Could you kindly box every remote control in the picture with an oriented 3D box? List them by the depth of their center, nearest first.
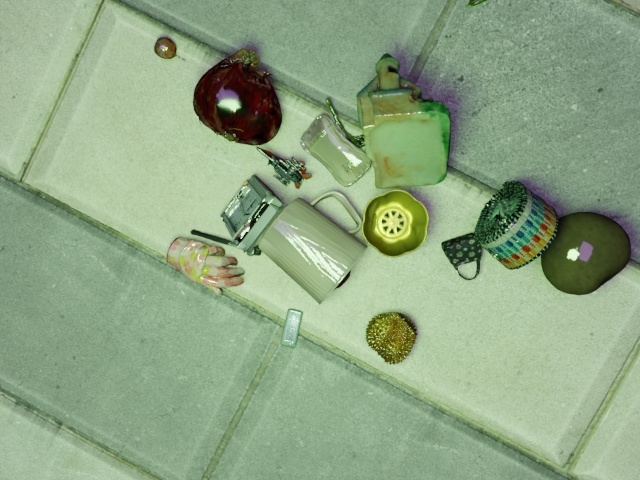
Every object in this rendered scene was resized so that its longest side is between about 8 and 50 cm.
[{"bbox_3d":[-0.093,0.282,1.758,0.053,0.018,0.125,12,94,5],"label":"remote control"}]

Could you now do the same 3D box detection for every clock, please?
[{"bbox_3d":[-0.209,-0.083,1.653,0.083,0.253,0.186,36,96,-29],"label":"clock"}]

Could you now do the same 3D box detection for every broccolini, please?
[{"bbox_3d":[0.072,-0.355,1.696,0.194,0.054,0.052,45,125,-4],"label":"broccolini"}]

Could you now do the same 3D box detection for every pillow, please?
[{"bbox_3d":[0.044,-0.275,1.705,0.233,0.038,0.130,45,110,1],"label":"pillow"}]

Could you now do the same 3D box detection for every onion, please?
[{"bbox_3d":[-0.239,-0.403,1.633,0.280,0.221,0.281,0,92,-5],"label":"onion"}]

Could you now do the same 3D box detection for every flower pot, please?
[{"bbox_3d":[0.219,-0.050,1.634,0.195,0.179,0.195,0,91,6],"label":"flower pot"}]

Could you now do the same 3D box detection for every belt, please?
[{"bbox_3d":[0.564,-0.040,1.572,0.160,0.295,0.207,38,112,-5],"label":"belt"}]

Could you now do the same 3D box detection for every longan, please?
[{"bbox_3d":[0.761,0.032,1.577,0.245,0.215,0.246,6,117,12],"label":"longan"}]

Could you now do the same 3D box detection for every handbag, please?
[{"bbox_3d":[0.446,0.056,1.676,0.115,0.072,0.139,-19,95,2],"label":"handbag"}]

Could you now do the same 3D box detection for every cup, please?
[{"bbox_3d":[-0.004,0.004,1.638,0.273,0.208,0.288,39,105,3],"label":"cup"}]

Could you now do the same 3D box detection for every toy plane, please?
[{"bbox_3d":[-0.122,-0.228,1.681,0.189,0.130,0.061,28,52,-22],"label":"toy plane"}]

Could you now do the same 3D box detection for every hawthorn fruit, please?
[{"bbox_3d":[-0.476,-0.595,1.731,0.103,0.067,0.067,37,96,-25],"label":"hawthorn fruit"}]

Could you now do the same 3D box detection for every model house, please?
[{"bbox_3d":[0.233,-0.350,1.565,0.245,0.312,0.280,-5,55,8],"label":"model house"}]

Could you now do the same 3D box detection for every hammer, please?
[{"bbox_3d":[-0.299,0.005,1.738,0.246,0.103,0.029,16,94,17],"label":"hammer"}]

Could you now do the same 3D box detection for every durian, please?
[{"bbox_3d":[0.214,0.292,1.680,0.158,0.137,0.168,27,104,-18],"label":"durian"}]

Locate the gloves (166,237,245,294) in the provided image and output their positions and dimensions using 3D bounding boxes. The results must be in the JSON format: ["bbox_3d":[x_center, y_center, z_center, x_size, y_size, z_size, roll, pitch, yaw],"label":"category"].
[{"bbox_3d":[-0.357,0.084,1.722,0.241,0.126,0.145,24,90,11],"label":"gloves"}]

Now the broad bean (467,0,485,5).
[{"bbox_3d":[0.516,-0.774,1.639,0.061,0.046,0.195,31,90,14],"label":"broad bean"}]
